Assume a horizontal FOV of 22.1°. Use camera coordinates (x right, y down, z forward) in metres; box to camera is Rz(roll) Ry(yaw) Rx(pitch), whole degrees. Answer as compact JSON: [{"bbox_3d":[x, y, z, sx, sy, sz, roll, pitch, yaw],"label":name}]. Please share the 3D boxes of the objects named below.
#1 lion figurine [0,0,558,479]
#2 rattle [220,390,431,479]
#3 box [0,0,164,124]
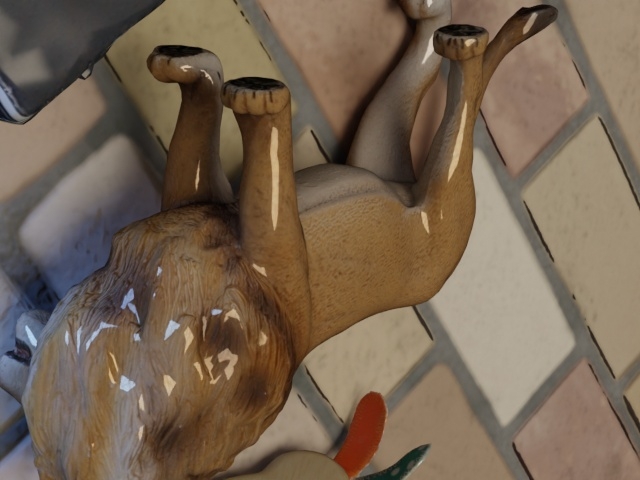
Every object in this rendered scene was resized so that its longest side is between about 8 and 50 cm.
[{"bbox_3d":[0.000,0.000,0.926,0.392,0.142,0.240,-17,118,-39],"label":"lion figurine"},{"bbox_3d":[-0.014,0.202,1.007,0.199,0.130,0.142,-51,143,-51],"label":"rattle"},{"bbox_3d":[-0.133,-0.383,0.624,0.472,0.297,0.480,-44,123,-20],"label":"box"}]
